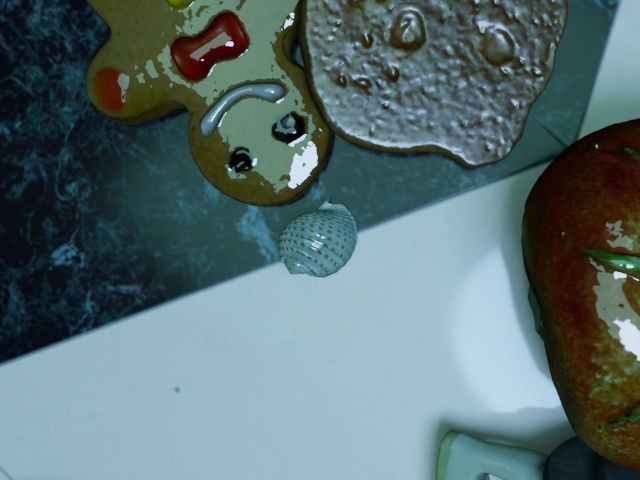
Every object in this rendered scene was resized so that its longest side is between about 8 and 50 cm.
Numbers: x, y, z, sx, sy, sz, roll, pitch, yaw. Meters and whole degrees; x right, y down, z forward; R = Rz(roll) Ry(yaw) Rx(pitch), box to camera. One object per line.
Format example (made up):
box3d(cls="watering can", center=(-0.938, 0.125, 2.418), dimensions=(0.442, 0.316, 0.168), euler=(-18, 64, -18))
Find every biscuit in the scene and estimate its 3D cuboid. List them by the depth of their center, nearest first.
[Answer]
box3d(cls="biscuit", center=(0.106, -0.216, 0.834), dimensions=(0.258, 0.049, 0.272), euler=(12, 95, -3))
box3d(cls="biscuit", center=(-0.128, -0.232, 0.868), dimensions=(0.283, 0.064, 0.431), euler=(-27, 88, 8))

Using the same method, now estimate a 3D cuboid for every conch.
box3d(cls="conch", center=(0.000, 0.002, 0.866), dimensions=(0.076, 0.056, 0.085), euler=(34, 97, -7))

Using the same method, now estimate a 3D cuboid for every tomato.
box3d(cls="tomato", center=(0.302, 0.037, 0.733), dimensions=(0.304, 0.239, 0.303), euler=(0, 85, -4))

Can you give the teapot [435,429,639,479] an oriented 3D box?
box3d(cls="teapot", center=(0.263, 0.311, 0.756), dimensions=(0.322, 0.239, 0.239), euler=(5, 106, 2))
